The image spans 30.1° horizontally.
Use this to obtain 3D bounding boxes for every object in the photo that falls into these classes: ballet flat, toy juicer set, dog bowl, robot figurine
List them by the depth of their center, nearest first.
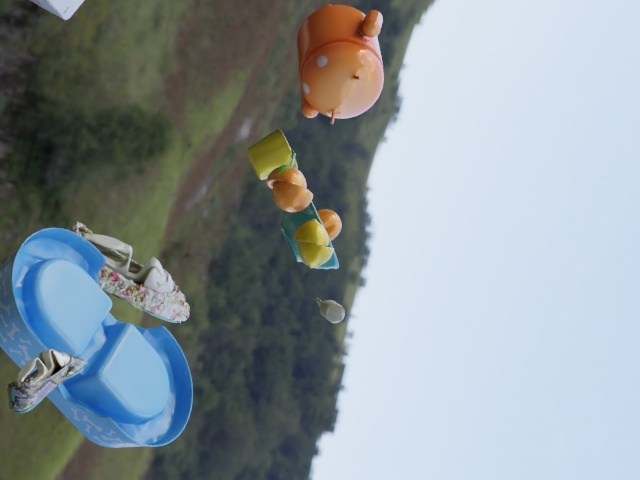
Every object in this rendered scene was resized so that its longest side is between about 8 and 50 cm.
[{"bbox_3d":[-0.270,0.129,1.175,0.114,0.041,0.041,-42,156,-62],"label":"ballet flat"},{"bbox_3d":[-0.273,0.124,1.400,0.074,0.297,0.166,-23,-154,31],"label":"dog bowl"},{"bbox_3d":[0.029,-0.270,1.784,0.219,0.158,0.128,-96,166,-50],"label":"robot figurine"},{"bbox_3d":[-0.291,0.048,1.798,0.077,0.241,0.091,-54,-156,22],"label":"ballet flat"},{"bbox_3d":[0.000,0.000,1.806,0.209,0.089,0.329,-127,-167,-64],"label":"toy juicer set"}]

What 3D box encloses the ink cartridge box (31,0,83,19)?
[{"bbox_3d":[-0.359,-0.358,1.574,0.088,0.122,0.052,-54,152,-9],"label":"ink cartridge box"}]
